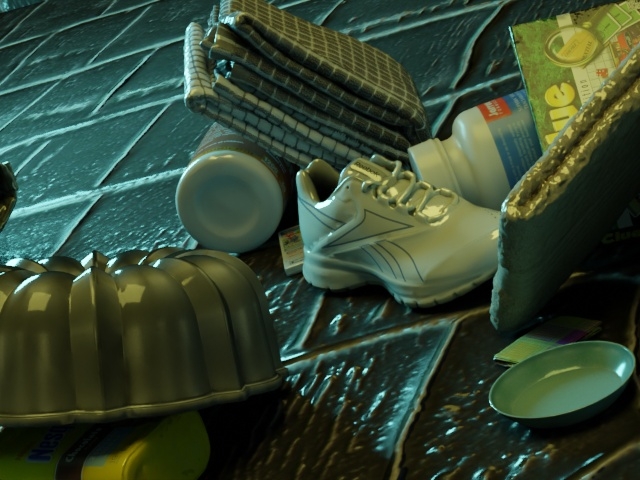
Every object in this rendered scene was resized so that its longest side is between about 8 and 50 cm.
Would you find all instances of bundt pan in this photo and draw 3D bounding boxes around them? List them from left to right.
[{"bbox_3d":[-0.197,0.076,1.605,0.331,0.124,0.331,-5,4,0],"label":"bundt pan"}]

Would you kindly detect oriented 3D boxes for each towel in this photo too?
[{"bbox_3d":[-0.013,-0.178,2.062,0.121,0.283,0.235,-59,14,18],"label":"towel"},{"bbox_3d":[0.191,0.087,1.534,0.083,0.009,0.060,-31,21,-30],"label":"towel"},{"bbox_3d":[0.238,-0.064,1.569,0.049,0.187,0.282,34,65,22],"label":"towel"}]

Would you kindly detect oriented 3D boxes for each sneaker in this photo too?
[{"bbox_3d":[0.074,-0.014,1.743,0.297,0.129,0.111,3,28,46],"label":"sneaker"}]

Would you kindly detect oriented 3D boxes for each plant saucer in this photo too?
[{"bbox_3d":[0.193,0.117,1.433,0.119,0.021,0.119,-17,20,6],"label":"plant saucer"}]

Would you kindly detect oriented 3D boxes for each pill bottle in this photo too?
[{"bbox_3d":[-0.087,-0.079,2.081,0.121,0.121,0.216,-15,20,14],"label":"pill bottle"},{"bbox_3d":[0.206,-0.088,1.816,0.221,0.124,0.124,-20,19,-2],"label":"pill bottle"}]

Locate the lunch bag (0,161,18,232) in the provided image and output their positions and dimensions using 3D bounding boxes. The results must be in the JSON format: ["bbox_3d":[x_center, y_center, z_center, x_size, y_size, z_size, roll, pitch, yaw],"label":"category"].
[{"bbox_3d":[-0.527,-0.014,2.268,0.287,0.169,0.235,-34,23,-23],"label":"lunch bag"}]

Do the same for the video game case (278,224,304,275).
[{"bbox_3d":[0.000,0.000,1.952,0.087,0.011,0.122,-20,19,2],"label":"video game case"}]

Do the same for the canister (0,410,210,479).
[{"bbox_3d":[-0.193,0.188,1.542,0.170,0.073,0.126,-4,24,34],"label":"canister"}]

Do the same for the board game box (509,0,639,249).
[{"bbox_3d":[0.271,-0.113,1.728,0.136,0.030,0.260,-15,57,6],"label":"board game box"}]
